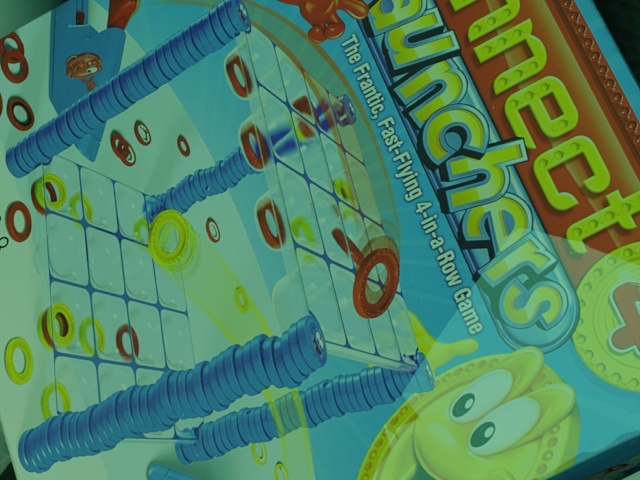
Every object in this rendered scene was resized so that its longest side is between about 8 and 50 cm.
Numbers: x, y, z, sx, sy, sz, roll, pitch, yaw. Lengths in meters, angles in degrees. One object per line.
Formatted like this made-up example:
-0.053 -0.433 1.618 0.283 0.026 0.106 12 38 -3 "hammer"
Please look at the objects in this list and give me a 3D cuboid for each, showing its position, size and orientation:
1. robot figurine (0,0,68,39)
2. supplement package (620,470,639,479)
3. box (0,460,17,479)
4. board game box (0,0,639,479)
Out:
-0.245 -0.145 0.912 0.209 0.174 0.278 -48 58 28 "robot figurine"
0.216 0.159 0.592 0.203 0.149 0.194 -31 65 17 "supplement package"
-0.089 0.241 0.758 0.184 0.103 0.261 -48 60 4 "box"
0.000 0.000 0.694 0.302 0.086 0.308 -28 64 11 "board game box"
